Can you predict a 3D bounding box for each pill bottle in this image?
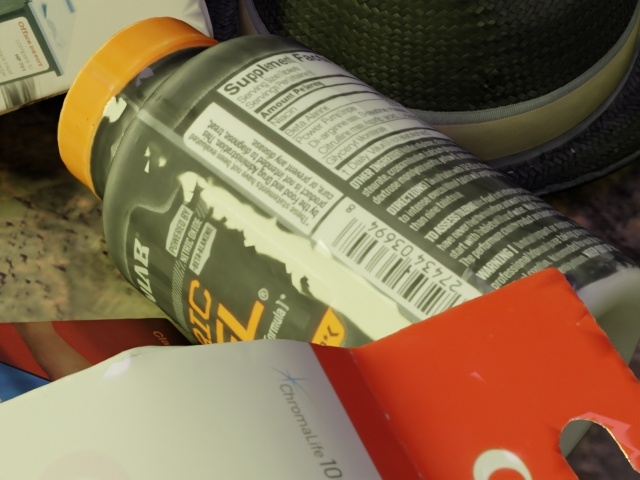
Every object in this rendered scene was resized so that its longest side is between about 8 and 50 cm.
[{"bbox_3d":[0.000,0.000,0.557,0.246,0.130,0.130,37,58,28],"label":"pill bottle"}]

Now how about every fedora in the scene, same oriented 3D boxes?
[{"bbox_3d":[0.067,-0.178,0.699,0.334,0.152,0.334,0,48,0],"label":"fedora"}]

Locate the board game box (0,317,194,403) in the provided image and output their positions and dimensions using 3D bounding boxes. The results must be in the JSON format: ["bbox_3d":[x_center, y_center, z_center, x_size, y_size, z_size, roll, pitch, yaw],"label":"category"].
[{"bbox_3d":[-0.026,0.122,0.465,0.281,0.027,0.145,42,22,30],"label":"board game box"}]

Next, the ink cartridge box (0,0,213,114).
[{"bbox_3d":[-0.168,-0.109,0.648,0.191,0.082,0.139,-24,23,-18],"label":"ink cartridge box"}]

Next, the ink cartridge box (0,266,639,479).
[{"bbox_3d":[0.011,0.102,0.366,0.232,0.066,0.189,-25,57,-9],"label":"ink cartridge box"}]
